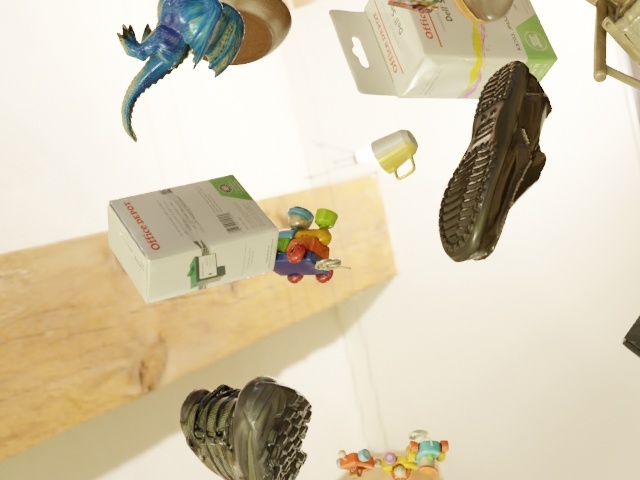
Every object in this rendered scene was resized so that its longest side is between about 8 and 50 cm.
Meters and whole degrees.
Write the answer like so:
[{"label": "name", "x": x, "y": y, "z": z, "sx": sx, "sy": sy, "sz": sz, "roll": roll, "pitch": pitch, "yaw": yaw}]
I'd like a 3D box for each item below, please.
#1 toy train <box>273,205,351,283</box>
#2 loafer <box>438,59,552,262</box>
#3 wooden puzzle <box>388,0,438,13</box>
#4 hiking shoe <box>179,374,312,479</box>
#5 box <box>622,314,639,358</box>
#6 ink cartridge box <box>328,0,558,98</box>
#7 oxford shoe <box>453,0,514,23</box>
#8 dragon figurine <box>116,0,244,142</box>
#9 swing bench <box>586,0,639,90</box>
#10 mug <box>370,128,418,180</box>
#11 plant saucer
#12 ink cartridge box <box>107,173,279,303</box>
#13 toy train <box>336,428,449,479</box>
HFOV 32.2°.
[{"label": "toy train", "x": 0.000, "y": 0.000, "z": 2.179, "sx": 0.105, "sy": 0.248, "sz": 0.143, "roll": 36, "pitch": -116, "yaw": -35}, {"label": "loafer", "x": 0.180, "y": -0.070, "z": 1.060, "sx": 0.078, "sy": 0.080, "sz": 0.220, "roll": 30, "pitch": -113, "yaw": -19}, {"label": "wooden puzzle", "x": 0.125, "y": -0.320, "z": 1.486, "sx": 0.049, "sy": 0.083, "sz": 0.006, "roll": -33, "pitch": -47, "yaw": -44}, {"label": "hiking shoe", "x": -0.074, "y": 0.166, "z": 0.938, "sx": 0.086, "sy": 0.114, "sz": 0.227, "roll": -61, "pitch": -11, "yaw": -26}, {"label": "box", "x": 0.599, "y": 0.052, "z": 1.362, "sx": 0.097, "sy": 0.395, "sz": 0.318, "roll": 31, "pitch": -172, "yaw": -33}, {"label": "ink cartridge box", "x": 0.212, "y": -0.360, "z": 1.932, "sx": 0.353, "sy": 0.119, "sz": 0.207, "roll": -4, "pitch": -120, "yaw": -27}, {"label": "oxford shoe", "x": 0.234, "y": -0.430, "z": 1.471, "sx": 0.130, "sy": 0.133, "sz": 0.364, "roll": -32, "pitch": -41, "yaw": -18}, {"label": "dragon figurine", "x": -0.143, "y": -0.237, "z": 1.259, "sx": 0.085, "sy": 0.144, "sz": 0.289, "roll": -5, "pitch": -66, "yaw": -74}, {"label": "swing bench", "x": 0.481, "y": -0.352, "z": 1.501, "sx": 0.165, "sy": 0.253, "sz": 0.255, "roll": 20, "pitch": -139, "yaw": -23}, {"label": "mug", "x": 0.130, "y": -0.145, "z": 1.829, "sx": 0.078, "sy": 0.064, "sz": 0.062, "roll": 57, "pitch": -158, "yaw": -7}, {"label": "plant saucer", "x": -0.143, "y": -0.329, "z": 1.734, "sx": 0.198, "sy": 0.198, "sz": 0.036, "roll": 40, "pitch": -138, "yaw": -53}, {"label": "ink cartridge box", "x": -0.199, "y": -0.006, "z": 1.704, "sx": 0.219, "sy": 0.160, "sz": 0.093, "roll": -14, "pitch": -47, "yaw": -27}, {"label": "toy train", "x": 0.111, "y": 0.331, "z": 1.651, "sx": 0.125, "sy": 0.166, "sz": 0.046, "roll": 25, "pitch": -130, "yaw": -42}]
